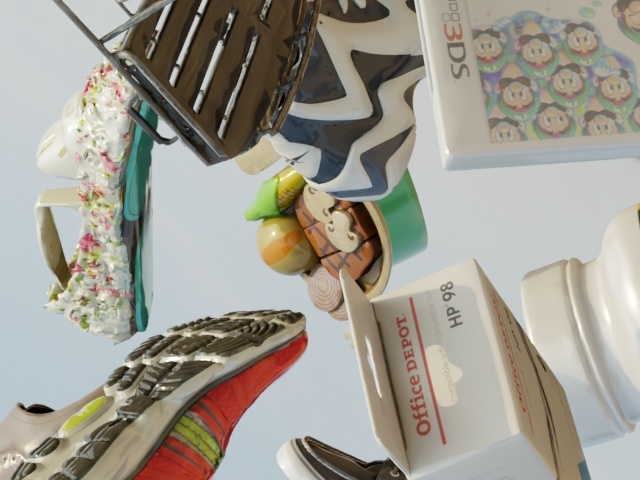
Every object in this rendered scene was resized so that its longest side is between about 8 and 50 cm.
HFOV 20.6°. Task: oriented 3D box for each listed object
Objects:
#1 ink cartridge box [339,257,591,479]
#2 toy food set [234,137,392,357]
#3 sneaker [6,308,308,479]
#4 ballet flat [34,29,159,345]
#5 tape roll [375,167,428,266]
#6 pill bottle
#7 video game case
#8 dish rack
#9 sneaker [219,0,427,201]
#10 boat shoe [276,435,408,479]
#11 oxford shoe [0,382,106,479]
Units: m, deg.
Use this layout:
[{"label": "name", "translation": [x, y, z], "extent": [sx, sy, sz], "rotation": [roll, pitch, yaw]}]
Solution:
[{"label": "ink cartridge box", "translation": [0.078, 0.085, 0.858], "extent": [0.180, 0.060, 0.104], "rotation": [51, -159, -50]}, {"label": "toy food set", "translation": [0.000, 0.000, 1.341], "extent": [0.038, 0.132, 0.192], "rotation": [-31, -92, -38]}, {"label": "sneaker", "translation": [-0.107, 0.149, 1.250], "extent": [0.107, 0.279, 0.118], "rotation": [5, 127, 50]}, {"label": "ballet flat", "translation": [-0.141, -0.030, 1.100], "extent": [0.077, 0.241, 0.091], "rotation": [10, -142, 2]}, {"label": "tape roll", "translation": [0.005, -0.119, 1.778], "extent": [0.321, 0.077, 0.321], "rotation": [63, 176, 9]}, {"label": "pill bottle", "translation": [0.327, 0.038, 1.296], "extent": [0.188, 0.334, 0.188], "rotation": [-20, -90, -74]}, {"label": "video game case", "translation": [0.124, -0.103, 0.815], "extent": [0.019, 0.157, 0.143], "rotation": [98, 166, -64]}, {"label": "dish rack", "translation": [-0.077, -0.168, 0.657], "extent": [0.271, 0.074, 0.208], "rotation": [49, -146, -26]}, {"label": "sneaker", "translation": [0.006, -0.157, 1.168], "extent": [0.153, 0.235, 0.094], "rotation": [26, 169, -40]}, {"label": "boat shoe", "translation": [0.072, 0.220, 1.486], "extent": [0.228, 0.076, 0.080], "rotation": [35, -168, -8]}, {"label": "oxford shoe", "translation": [-0.284, 0.235, 1.706], "extent": [0.130, 0.364, 0.132], "rotation": [21, -126, -47]}]
